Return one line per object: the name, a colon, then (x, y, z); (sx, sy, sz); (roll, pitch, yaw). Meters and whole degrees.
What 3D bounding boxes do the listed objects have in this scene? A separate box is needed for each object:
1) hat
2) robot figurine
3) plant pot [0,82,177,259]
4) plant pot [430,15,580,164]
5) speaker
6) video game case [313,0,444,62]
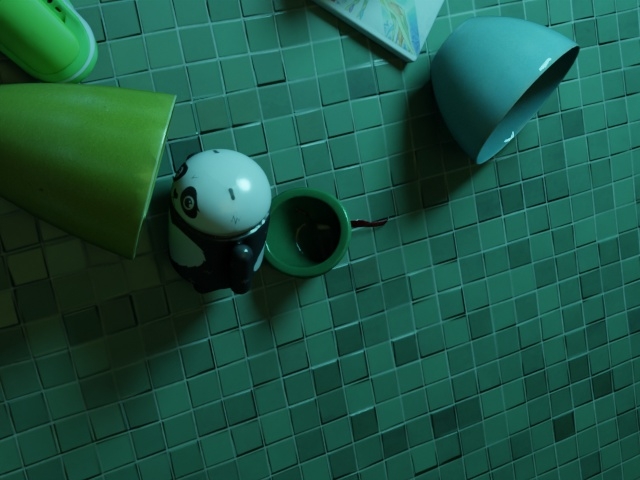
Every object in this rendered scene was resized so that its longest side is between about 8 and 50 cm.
hat: (0.000, 0.000, 1.736); (0.208, 0.183, 0.173); (12, 84, 15)
robot figurine: (-0.177, -0.027, 1.527); (0.209, 0.278, 0.173); (25, 51, 9)
plant pot: (-0.405, -0.136, 1.415); (0.293, 0.275, 0.275); (14, 91, -10)
plant pot: (0.328, -0.319, 1.731); (0.195, 0.290, 0.290); (43, 76, 13)
speaker: (-0.450, -0.342, 1.329); (0.131, 0.131, 0.296); (-58, 158, -7)
video game case: (0.112, -0.550, 1.699); (0.329, 0.036, 0.300); (27, 86, -26)
